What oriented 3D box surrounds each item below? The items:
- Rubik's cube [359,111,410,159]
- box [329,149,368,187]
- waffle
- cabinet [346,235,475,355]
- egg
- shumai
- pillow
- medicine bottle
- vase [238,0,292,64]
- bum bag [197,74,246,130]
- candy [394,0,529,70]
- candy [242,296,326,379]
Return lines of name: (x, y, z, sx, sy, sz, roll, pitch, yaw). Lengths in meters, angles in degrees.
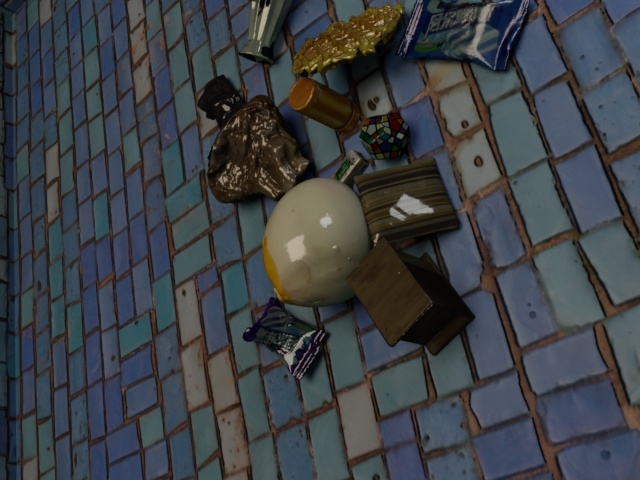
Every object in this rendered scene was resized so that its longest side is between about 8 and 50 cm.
Rubik's cube: (0.162, -0.262, 1.956, 0.133, 0.133, 0.112, -40, 29, 28)
box: (0.046, -0.147, 2.078, 0.207, 0.041, 0.050, -52, 45, 18)
waffle: (0.071, -0.532, 2.065, 0.302, 0.068, 0.325, -7, 33, 37)
cabinet: (0.198, 0.131, 1.752, 0.148, 0.175, 0.215, -49, 50, 21)
egg: (0.000, 0.000, 1.906, 0.283, 0.283, 0.345, -20, 52, 38)
shumai: (-0.154, -0.231, 2.247, 0.283, 0.217, 0.346, 25, 107, 14)
pillow: (0.201, -0.093, 1.844, 0.208, 0.052, 0.212, -14, 60, -2)
medicine bottle: (0.012, -0.360, 2.073, 0.096, 0.192, 0.096, -14, 69, 40)
vase: (-0.154, -0.732, 2.384, 0.165, 0.165, 0.360, 16, 91, 45)
bum bag: (-0.298, -0.415, 2.468, 0.137, 0.074, 0.310, -47, 50, 10)
candy: (0.339, -0.517, 1.898, 0.331, 0.077, 0.187, 22, 94, 42)
candy: (-0.100, 0.254, 2.072, 0.275, 0.070, 0.145, 28, 88, 47)
